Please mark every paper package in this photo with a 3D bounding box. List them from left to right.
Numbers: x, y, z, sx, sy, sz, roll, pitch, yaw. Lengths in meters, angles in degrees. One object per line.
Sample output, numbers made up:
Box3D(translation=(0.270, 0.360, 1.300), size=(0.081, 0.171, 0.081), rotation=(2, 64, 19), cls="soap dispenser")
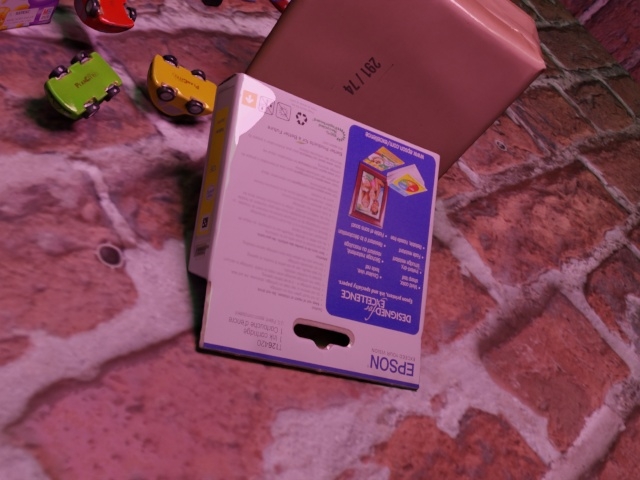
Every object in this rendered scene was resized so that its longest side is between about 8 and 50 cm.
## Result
Box3D(translation=(0.086, -0.237, 1.076), size=(0.310, 0.325, 0.168), rotation=(34, 35, -11), cls="paper package")

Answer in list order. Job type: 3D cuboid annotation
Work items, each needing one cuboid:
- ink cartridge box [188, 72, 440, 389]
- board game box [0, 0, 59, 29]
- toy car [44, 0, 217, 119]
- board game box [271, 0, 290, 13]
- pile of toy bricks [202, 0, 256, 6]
Box3D(translation=(0.000, 0.000, 0.924), size=(0.304, 0.072, 0.307), rotation=(17, 74, -33), cls="ink cartridge box")
Box3D(translation=(-0.338, -0.380, 0.853), size=(0.144, 0.275, 0.142), rotation=(46, 34, 5), cls="board game box")
Box3D(translation=(-0.252, -0.203, 0.933), size=(0.239, 0.053, 0.225), rotation=(48, 40, -12), cls="toy car")
Box3D(translation=(-0.010, -0.408, 1.427), size=(0.281, 0.027, 0.145), rotation=(49, 36, 9), cls="board game box")
Box3D(translation=(-0.155, -0.452, 1.261), size=(0.212, 0.105, 0.118), rotation=(-12, 62, -50), cls="pile of toy bricks")
